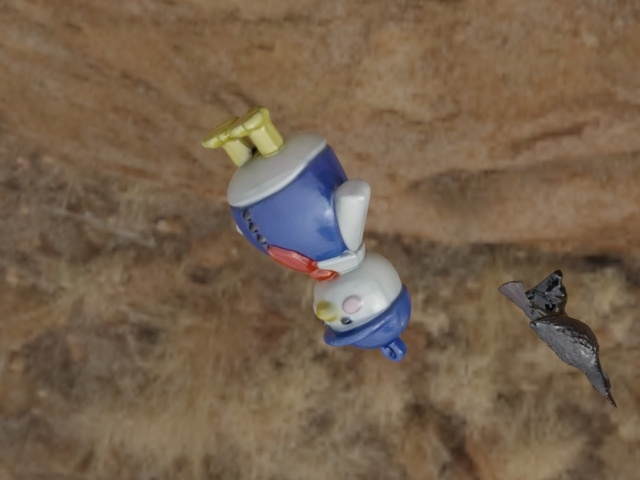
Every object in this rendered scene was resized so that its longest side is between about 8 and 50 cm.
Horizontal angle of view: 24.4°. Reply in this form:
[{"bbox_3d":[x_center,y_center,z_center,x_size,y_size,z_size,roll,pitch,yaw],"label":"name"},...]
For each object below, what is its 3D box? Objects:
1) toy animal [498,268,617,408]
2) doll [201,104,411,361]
[{"bbox_3d":[0.296,0.119,1.782,0.070,0.105,0.202,-36,89,34],"label":"toy animal"},{"bbox_3d":[0.000,0.000,0.694,0.099,0.057,0.143,-11,118,52],"label":"doll"}]
